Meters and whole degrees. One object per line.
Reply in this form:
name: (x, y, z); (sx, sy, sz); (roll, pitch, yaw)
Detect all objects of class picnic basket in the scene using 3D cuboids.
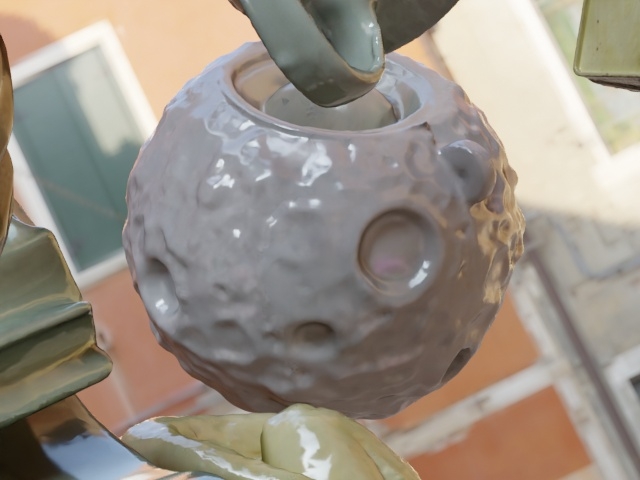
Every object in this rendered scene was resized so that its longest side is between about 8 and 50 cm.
picnic basket: (0.305, -0.185, 1.559); (0.079, 0.115, 0.164); (11, 0, -41)

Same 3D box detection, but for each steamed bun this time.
steamed bun: (0.004, 0.273, 1.231); (0.230, 0.372, 0.325); (-28, -22, -1)

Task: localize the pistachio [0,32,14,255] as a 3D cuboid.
pistachio: (-0.243, -0.047, 0.593); (0.288, 0.197, 0.166); (8, -27, -11)

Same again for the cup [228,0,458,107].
cup: (-0.023, -0.206, 1.041); (0.186, 0.258, 0.234); (-24, -37, 27)

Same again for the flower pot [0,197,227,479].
flower pot: (-0.163, 0.153, 1.021); (0.164, 0.367, 0.254); (-25, -33, -32)

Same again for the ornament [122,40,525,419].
ornament: (0.000, 0.000, 1.532); (0.337, 0.337, 0.337); (-25, -9, -4)
